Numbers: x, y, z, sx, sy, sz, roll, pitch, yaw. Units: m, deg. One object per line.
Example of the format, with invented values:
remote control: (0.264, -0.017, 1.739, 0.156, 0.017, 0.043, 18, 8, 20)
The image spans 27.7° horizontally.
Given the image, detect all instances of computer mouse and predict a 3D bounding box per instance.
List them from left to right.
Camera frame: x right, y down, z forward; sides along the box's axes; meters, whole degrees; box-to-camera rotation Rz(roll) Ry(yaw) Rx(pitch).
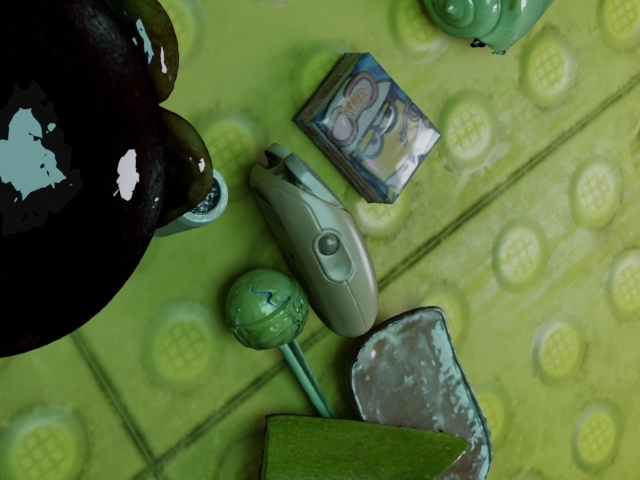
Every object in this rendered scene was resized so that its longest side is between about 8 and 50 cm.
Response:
computer mouse: (0.000, 0.000, 1.485, 0.082, 0.145, 0.237, -28, 109, -9)

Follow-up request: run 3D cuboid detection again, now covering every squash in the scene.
squash: (0.051, 0.305, 1.530, 0.252, 0.093, 0.170, 8, 99, -7)

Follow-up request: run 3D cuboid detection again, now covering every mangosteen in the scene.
mangosteen: (-0.293, -0.096, 1.168, 0.435, 0.382, 0.382, -28, 115, -61)

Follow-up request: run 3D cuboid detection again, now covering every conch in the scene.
conch: (0.234, -0.318, 1.634, 0.250, 0.137, 0.144, -17, 79, -51)

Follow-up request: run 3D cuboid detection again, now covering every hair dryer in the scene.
hair dryer: (-0.182, -0.121, 1.372, 0.073, 0.131, 0.237, -25, 96, -26)

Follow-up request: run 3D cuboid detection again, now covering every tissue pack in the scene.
tissue pack: (0.058, -0.133, 1.556, 0.155, 0.065, 0.116, 45, 71, -31)

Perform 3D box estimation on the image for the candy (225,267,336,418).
candy: (-0.016, 0.168, 1.551, 0.093, 0.092, 0.336, -73, 144, -50)

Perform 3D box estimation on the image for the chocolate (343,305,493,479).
chocolate: (0.112, 0.212, 1.631, 0.156, 0.080, 0.254, -26, 104, -21)
